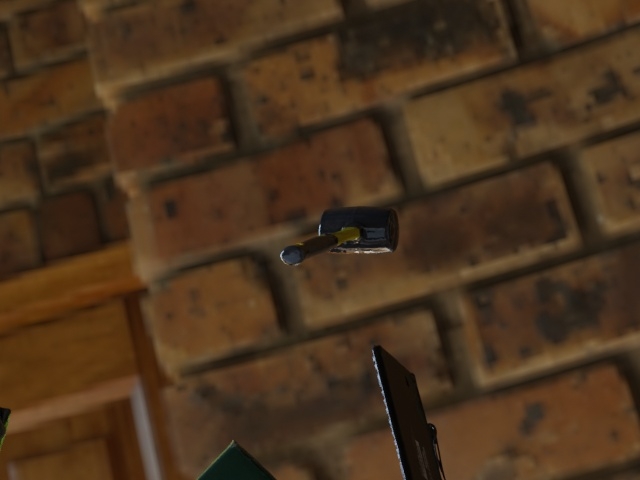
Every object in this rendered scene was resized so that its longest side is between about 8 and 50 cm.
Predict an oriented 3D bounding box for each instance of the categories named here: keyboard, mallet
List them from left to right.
[{"bbox_3d":[0.000,0.000,1.515,0.062,0.039,0.189,0,6,25],"label":"mallet"},{"bbox_3d":[0.069,0.181,1.536,0.038,0.192,0.100,-24,-36,17],"label":"keyboard"}]

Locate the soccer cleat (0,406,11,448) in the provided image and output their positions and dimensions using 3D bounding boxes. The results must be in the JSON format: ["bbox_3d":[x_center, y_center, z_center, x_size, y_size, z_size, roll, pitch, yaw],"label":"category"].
[{"bbox_3d":[-0.299,0.141,1.623,0.060,0.072,0.179,20,-15,13],"label":"soccer cleat"}]

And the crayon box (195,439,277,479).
[{"bbox_3d":[-0.153,0.337,1.750,0.318,0.081,0.202,-45,-14,-12],"label":"crayon box"}]
